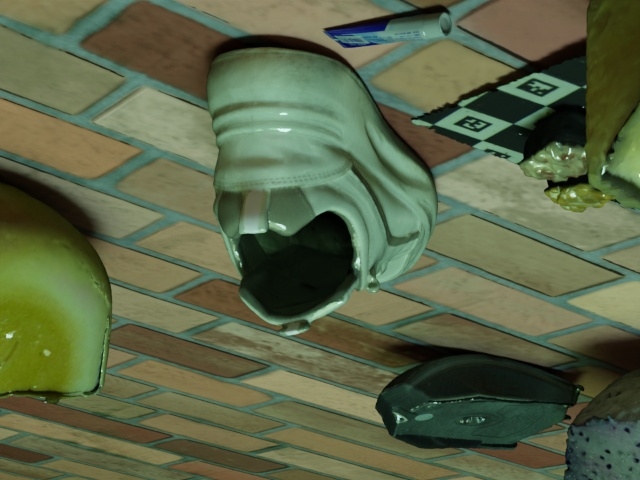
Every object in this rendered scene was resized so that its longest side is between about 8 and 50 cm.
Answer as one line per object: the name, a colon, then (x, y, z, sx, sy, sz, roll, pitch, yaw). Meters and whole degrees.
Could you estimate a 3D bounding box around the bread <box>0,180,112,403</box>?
bread: (-0.268, 0.030, 1.214, 0.158, 0.156, 0.260, 46, 170, 43)

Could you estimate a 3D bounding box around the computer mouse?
computer mouse: (0.163, 0.158, 1.510, 0.231, 0.071, 0.126, 5, 147, -24)

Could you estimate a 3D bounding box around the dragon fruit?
dragon fruit: (0.371, 0.210, 1.409, 0.221, 0.204, 0.283, 30, 141, 27)

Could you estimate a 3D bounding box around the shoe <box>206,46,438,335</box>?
shoe: (0.000, 0.000, 1.029, 0.124, 0.159, 0.316, -2, 154, 20)

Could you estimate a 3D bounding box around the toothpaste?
toothpaste: (0.040, -0.126, 0.889, 0.083, 0.015, 0.024, -3, 159, 39)

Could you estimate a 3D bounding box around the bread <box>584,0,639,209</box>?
bread: (0.269, -0.071, 0.841, 0.266, 0.178, 0.142, 23, -175, -30)

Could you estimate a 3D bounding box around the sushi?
sushi: (0.196, -0.050, 0.979, 0.210, 0.040, 0.193, 20, 159, -30)
